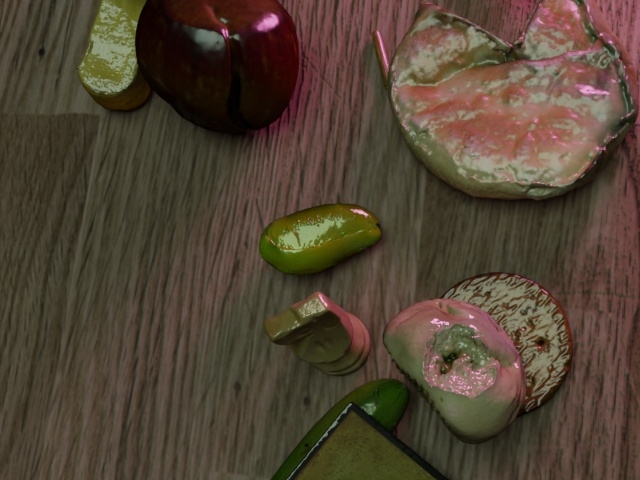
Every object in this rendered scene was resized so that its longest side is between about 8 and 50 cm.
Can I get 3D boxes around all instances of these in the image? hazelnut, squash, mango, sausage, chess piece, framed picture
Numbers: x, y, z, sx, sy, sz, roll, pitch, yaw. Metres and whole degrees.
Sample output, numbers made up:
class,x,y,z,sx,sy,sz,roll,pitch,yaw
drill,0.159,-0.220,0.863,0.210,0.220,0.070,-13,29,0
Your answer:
class,x,y,z,sx,sy,sz,roll,pitch,yaw
hazelnut,-0.136,-0.260,1.402,0.234,0.218,0.218,31,85,19
squash,0.000,0.282,1.263,0.082,0.082,0.292,40,89,21
mango,0.000,0.000,1.350,0.165,0.074,0.091,-8,66,0
sausage,0.087,-0.254,1.426,0.015,0.015,0.100,-15,72,11
chess piece,-0.002,0.110,1.249,0.090,0.200,0.090,-4,73,15
framed picture,0.028,0.401,1.211,0.255,0.014,0.338,40,87,0

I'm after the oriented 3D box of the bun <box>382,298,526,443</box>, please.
class,x,y,z,sx,sy,sz,roll,pitch,yaw
bun,0.162,0.140,1.170,0.128,0.193,0.178,-39,82,0

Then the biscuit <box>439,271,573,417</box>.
class,x,y,z,sx,sy,sz,roll,pitch,yaw
biscuit,0.221,0.132,1.275,0.188,0.027,0.187,-4,75,14

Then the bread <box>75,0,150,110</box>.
class,x,y,z,sx,sy,sz,roll,pitch,yaw
bread,-0.279,-0.312,1.505,0.102,0.094,0.245,13,79,9

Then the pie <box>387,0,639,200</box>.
class,x,y,z,sx,sy,sz,roll,pitch,yaw
pie,0.249,-0.193,1.335,0.338,0.075,0.337,-3,75,13
